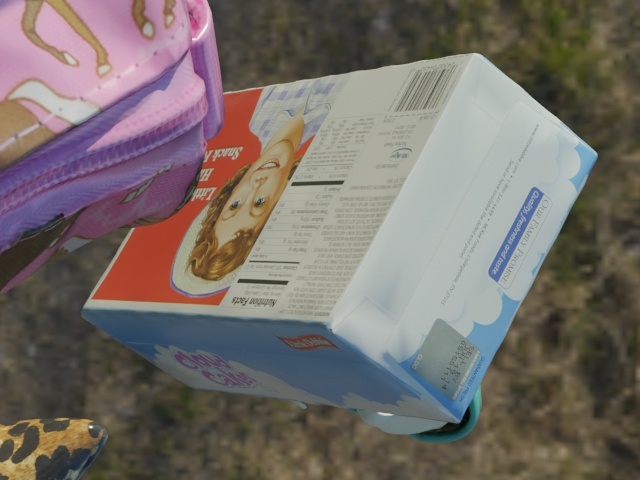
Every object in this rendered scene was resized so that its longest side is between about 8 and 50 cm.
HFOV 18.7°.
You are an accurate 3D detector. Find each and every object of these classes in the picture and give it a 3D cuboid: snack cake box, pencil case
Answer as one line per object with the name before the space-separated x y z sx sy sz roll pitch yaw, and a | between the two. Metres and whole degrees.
snack cake box | 0.000 0.000 0.987 0.089 0.264 0.152 36 72 -26
pencil case | -0.188 0.015 0.499 0.167 0.160 0.386 48 48 -2

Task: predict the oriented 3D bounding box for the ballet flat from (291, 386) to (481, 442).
ballet flat | 0.015 0.082 1.335 0.247 0.083 0.087 20 30 -28

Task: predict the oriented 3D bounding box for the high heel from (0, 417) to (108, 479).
high heel | -0.277 0.140 1.189 0.186 0.261 0.093 55 12 -44
